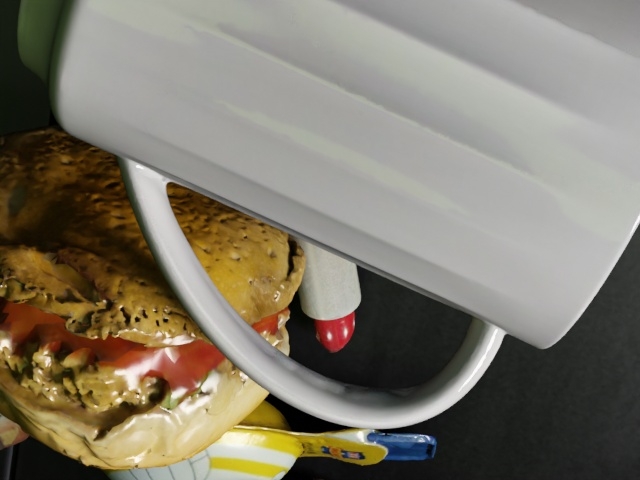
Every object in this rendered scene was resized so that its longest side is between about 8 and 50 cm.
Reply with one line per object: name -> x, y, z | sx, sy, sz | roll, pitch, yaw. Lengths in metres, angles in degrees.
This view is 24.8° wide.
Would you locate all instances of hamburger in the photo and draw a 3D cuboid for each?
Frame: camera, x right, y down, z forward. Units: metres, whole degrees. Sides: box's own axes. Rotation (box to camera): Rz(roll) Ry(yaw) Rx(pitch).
hamburger -> -0.132, 0.039, 0.934 | 0.244, 0.244, 0.163 | 18, 120, 6

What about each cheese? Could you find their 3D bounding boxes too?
cheese -> -0.053, 0.146, 1.046 | 0.270, 0.069, 0.177 | -1, 162, 3

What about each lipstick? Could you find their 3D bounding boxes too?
lipstick -> 0.001, -0.001, 0.981 | 0.063, 0.057, 0.186 | 22, 135, 38

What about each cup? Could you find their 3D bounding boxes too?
cup -> 0.008, -0.075, 0.800 | 0.326, 0.237, 0.323 | 24, 95, 0

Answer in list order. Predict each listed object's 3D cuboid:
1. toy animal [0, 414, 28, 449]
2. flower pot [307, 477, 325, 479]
toy animal -> -0.351, 0.144, 1.154 | 0.170, 0.090, 0.255 | 45, 125, -15
flower pot -> 0.043, 0.273, 1.109 | 0.250, 0.084, 0.179 | 24, 125, 3
